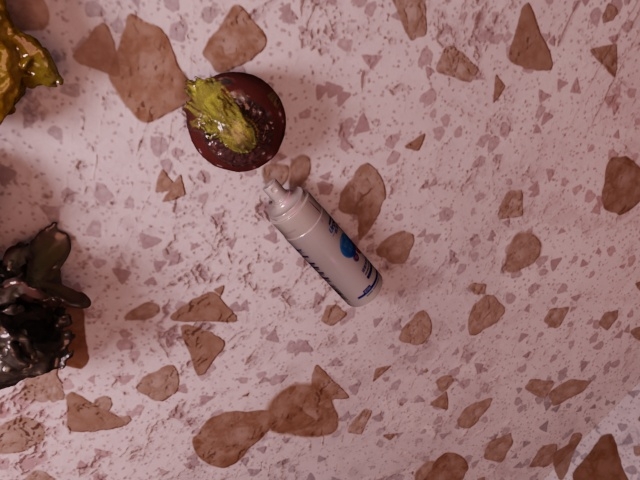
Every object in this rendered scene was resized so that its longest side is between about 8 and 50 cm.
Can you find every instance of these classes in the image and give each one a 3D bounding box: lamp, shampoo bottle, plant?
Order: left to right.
[{"bbox_3d":[-0.477,0.119,0.821,0.234,0.204,0.178,-32,123,4],"label":"plant"},{"bbox_3d":[-0.128,-0.180,0.830,0.157,0.135,0.156,-12,117,-16],"label":"lamp"},{"bbox_3d":[0.000,0.000,0.983,0.092,0.092,0.303,-40,119,2],"label":"shampoo bottle"}]

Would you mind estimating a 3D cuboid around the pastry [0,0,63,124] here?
[{"bbox_3d":[-0.503,-0.252,0.682,0.235,0.132,0.240,-38,127,-9],"label":"pastry"}]
